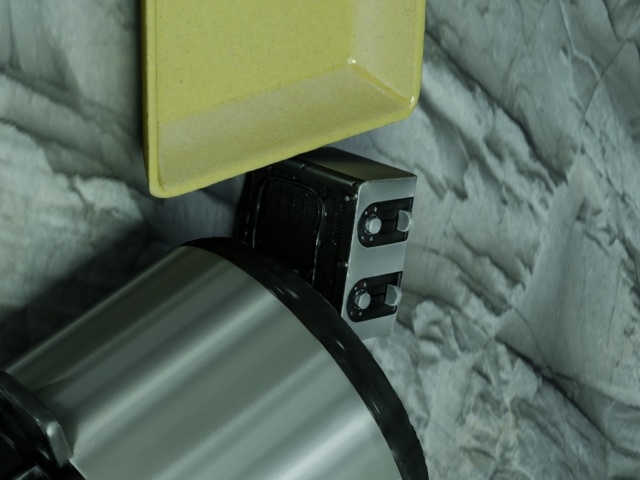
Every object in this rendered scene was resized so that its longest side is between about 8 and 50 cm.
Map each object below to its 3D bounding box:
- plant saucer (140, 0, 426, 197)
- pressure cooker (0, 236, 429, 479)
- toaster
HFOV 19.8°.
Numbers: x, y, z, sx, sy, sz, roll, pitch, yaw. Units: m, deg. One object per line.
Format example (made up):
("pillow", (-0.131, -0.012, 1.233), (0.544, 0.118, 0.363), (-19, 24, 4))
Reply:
("plant saucer", (-0.046, -0.238, 1.687), (0.333, 0.081, 0.332), (-21, 126, -36))
("pressure cooker", (-0.159, 0.246, 1.651), (0.420, 0.375, 0.370), (-35, 95, -24))
("toaster", (0.000, 0.000, 1.810), (0.110, 0.186, 0.168), (-6, 109, -45))
